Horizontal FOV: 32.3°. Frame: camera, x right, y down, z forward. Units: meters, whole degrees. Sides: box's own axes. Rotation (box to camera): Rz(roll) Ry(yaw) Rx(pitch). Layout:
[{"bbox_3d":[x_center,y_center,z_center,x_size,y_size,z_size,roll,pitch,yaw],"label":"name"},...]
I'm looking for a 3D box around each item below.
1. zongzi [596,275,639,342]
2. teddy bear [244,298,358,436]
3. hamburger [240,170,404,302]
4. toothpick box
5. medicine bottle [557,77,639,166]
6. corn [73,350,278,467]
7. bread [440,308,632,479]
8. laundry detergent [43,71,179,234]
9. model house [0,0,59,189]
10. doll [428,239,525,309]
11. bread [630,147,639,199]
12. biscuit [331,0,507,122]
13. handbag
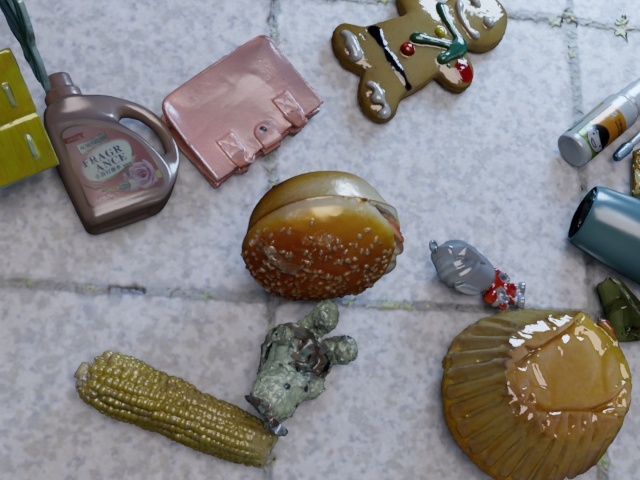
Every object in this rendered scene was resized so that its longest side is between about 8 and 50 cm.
[{"bbox_3d":[0.483,0.104,1.688,0.113,0.052,0.104,0,67,-26],"label":"zongzi"},{"bbox_3d":[-0.047,0.174,1.514,0.213,0.111,0.133,-48,126,-37],"label":"teddy bear"},{"bbox_3d":[0.001,-0.002,1.528,0.236,0.237,0.147,-10,60,-15],"label":"hamburger"},{"bbox_3d":[0.474,-0.004,1.679,0.184,0.120,0.120,25,70,0],"label":"toothpick box"},{"bbox_3d":[0.483,-0.190,1.768,0.220,0.061,0.092,-38,93,-20],"label":"medicine bottle"},{"bbox_3d":[-0.193,0.227,1.485,0.288,0.086,0.087,24,70,-6],"label":"corn"},{"bbox_3d":[0.306,0.214,1.562,0.274,0.149,0.274,6,65,-13],"label":"bread"},{"bbox_3d":[-0.299,-0.140,1.580,0.171,0.076,0.237,-19,76,-18],"label":"laundry detergent"},{"bbox_3d":[-0.504,-0.212,1.421,0.300,0.340,0.324,-26,84,-16],"label":"model house"},{"bbox_3d":[0.231,0.051,1.636,0.180,0.079,0.094,28,47,-15],"label":"doll"},{"bbox_3d":[0.515,-0.100,1.759,0.047,0.036,0.083,16,69,-21],"label":"bread"},{"bbox_3d":[0.168,-0.316,1.747,0.301,0.049,0.197,-25,82,-19],"label":"biscuit"},{"bbox_3d":[-0.117,-0.193,1.640,0.212,0.059,0.157,-38,84,-20],"label":"handbag"}]
